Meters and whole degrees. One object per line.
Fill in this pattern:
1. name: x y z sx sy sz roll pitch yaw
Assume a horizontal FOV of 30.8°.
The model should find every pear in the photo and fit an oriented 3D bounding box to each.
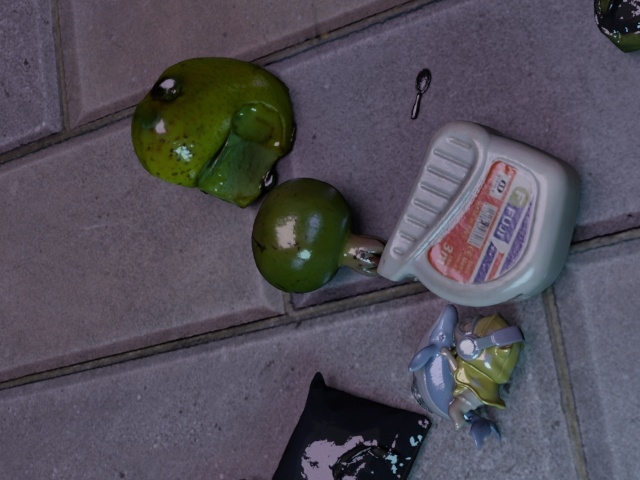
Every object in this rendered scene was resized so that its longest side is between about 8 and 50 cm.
1. pear: -0.176 -0.194 1.878 0.164 0.255 0.238 28 94 33

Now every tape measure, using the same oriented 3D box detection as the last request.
1. tape measure: 0.231 -0.027 1.675 0.265 0.130 0.258 28 101 26

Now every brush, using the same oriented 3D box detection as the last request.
1. brush: 0.155 -0.230 1.817 0.024 0.008 0.083 16 92 29

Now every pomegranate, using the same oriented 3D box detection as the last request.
1. pomegranate: -0.006 -0.014 1.802 0.210 0.179 0.179 -13 76 9

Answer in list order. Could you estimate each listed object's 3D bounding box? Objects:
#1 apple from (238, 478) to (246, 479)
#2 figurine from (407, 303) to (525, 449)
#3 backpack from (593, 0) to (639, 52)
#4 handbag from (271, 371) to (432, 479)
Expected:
1. apple: -0.100 0.532 1.813 0.193 0.120 0.265 17 95 21
2. figurine: 0.215 0.191 1.659 0.184 0.128 0.208 -25 79 24
3. backpack: 0.459 -0.392 1.571 0.207 0.140 0.253 -13 81 28
4. handbag: 0.034 0.351 1.755 0.211 0.089 0.254 20 80 24
